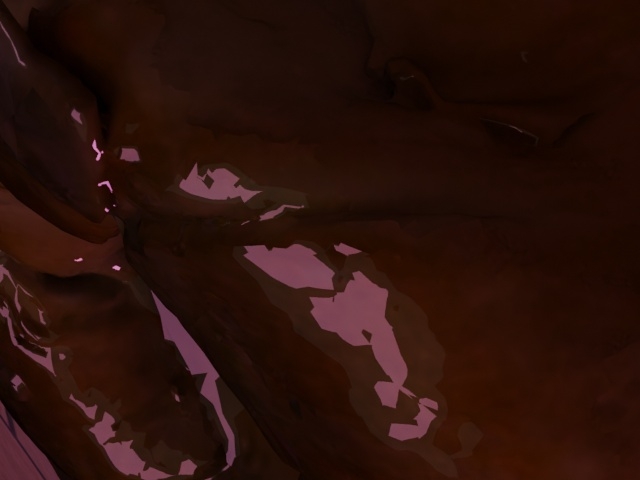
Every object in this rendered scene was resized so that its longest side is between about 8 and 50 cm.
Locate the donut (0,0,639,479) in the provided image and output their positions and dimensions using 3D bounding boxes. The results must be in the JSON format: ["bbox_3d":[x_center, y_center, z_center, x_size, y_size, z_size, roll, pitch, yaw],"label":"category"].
[{"bbox_3d":[0.000,0.000,0.518,0.360,0.170,0.360,42,155,25],"label":"donut"}]
